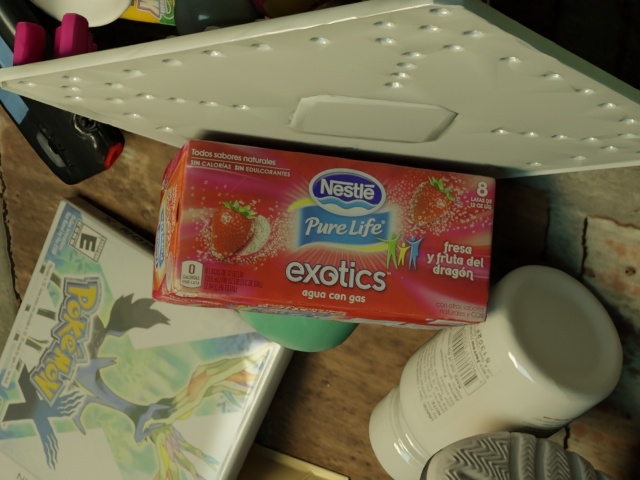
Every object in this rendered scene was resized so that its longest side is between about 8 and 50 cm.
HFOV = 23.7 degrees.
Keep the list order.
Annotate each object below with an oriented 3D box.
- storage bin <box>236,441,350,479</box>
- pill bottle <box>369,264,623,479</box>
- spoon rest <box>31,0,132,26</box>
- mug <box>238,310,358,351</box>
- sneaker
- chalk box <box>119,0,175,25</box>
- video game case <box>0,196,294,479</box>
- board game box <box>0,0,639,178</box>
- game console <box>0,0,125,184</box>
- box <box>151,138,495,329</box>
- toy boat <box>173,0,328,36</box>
[{"bbox_3d":[-0.075,0.359,1.654,0.260,0.123,0.262,17,128,27],"label":"storage bin"},{"bbox_3d":[0.144,0.130,1.327,0.131,0.131,0.229,45,135,1],"label":"pill bottle"},{"bbox_3d":[-0.222,-0.289,1.152,0.137,0.084,0.276,-4,115,38],"label":"spoon rest"},{"bbox_3d":[-0.018,0.014,1.360,0.157,0.129,0.097,29,133,-5],"label":"mug"},{"bbox_3d":[0.189,0.261,1.309,0.321,0.125,0.180,20,149,-26],"label":"sneaker"},{"bbox_3d":[-0.121,-0.261,1.248,0.213,0.132,0.132,13,126,30],"label":"chalk box"},{"bbox_3d":[-0.206,0.167,1.562,0.300,0.036,0.329,31,108,23],"label":"video game case"},{"bbox_3d":[0.038,-0.109,1.106,0.390,0.390,0.050,-4,78,38],"label":"board game box"},{"bbox_3d":[-0.313,-0.216,1.348,0.386,0.060,0.342,54,172,-8],"label":"game console"},{"bbox_3d":[0.000,0.000,1.234,0.257,0.123,0.128,6,172,-13],"label":"box"},{"bbox_3d":[-0.099,-0.274,1.051,0.148,0.267,0.318,-22,120,19],"label":"toy boat"}]
